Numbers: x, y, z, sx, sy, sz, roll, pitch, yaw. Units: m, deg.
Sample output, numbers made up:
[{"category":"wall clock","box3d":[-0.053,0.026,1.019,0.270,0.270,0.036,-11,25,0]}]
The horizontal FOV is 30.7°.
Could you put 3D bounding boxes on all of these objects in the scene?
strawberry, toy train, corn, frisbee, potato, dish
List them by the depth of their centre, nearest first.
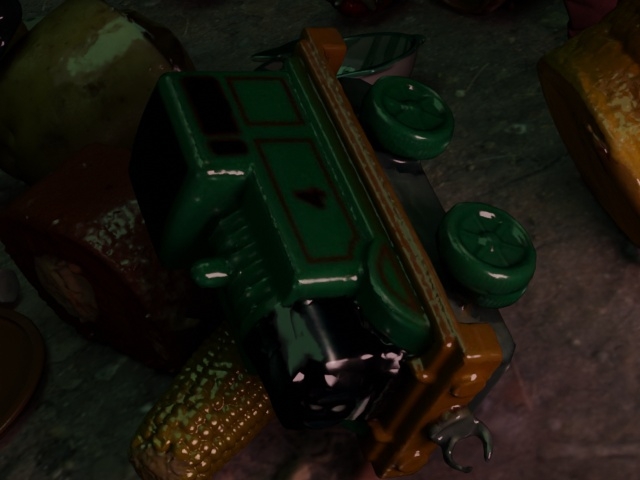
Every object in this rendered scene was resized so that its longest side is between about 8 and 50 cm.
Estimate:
[{"category":"toy train","box3d":[0.000,0.000,0.925,0.249,0.178,0.429,-2,50,-28]},{"category":"corn","box3d":[-0.062,0.112,1.005,0.097,0.097,0.262,15,50,38]},{"category":"frisbee","box3d":[-0.388,0.155,1.156,0.250,0.021,0.251,-12,37,9]},{"category":"dish","box3d":[0.013,-0.177,1.343,0.224,0.078,0.246,-23,24,-22]},{"category":"potato","box3d":[-0.282,-0.157,1.364,0.242,0.243,0.285,-36,43,-22]},{"category":"strawberry","box3d":[0.057,-0.369,1.547,0.131,0.131,0.148,-12,39,10]}]

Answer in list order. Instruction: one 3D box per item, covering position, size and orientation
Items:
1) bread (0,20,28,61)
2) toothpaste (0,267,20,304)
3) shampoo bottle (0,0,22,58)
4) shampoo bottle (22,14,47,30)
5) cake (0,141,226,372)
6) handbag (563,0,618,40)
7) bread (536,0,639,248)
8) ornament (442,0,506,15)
[{"category":"bread","box3d":[-0.513,-0.275,1.596,0.239,0.240,0.139,9,58,33]},{"category":"toothpaste","box3d":[-0.417,0.053,1.288,0.194,0.043,0.067,-4,40,28]},{"category":"shampoo bottle","box3d":[-0.459,-0.132,1.345,0.359,0.078,0.134,-52,34,19]},{"category":"shampoo bottle","box3d":[-0.434,-0.315,1.760,0.212,0.049,0.072,2,37,26]},{"category":"cake","box3d":[-0.186,0.006,1.125,0.151,0.177,0.283,-40,40,-27]},{"category":"handbag","box3d":[0.364,-0.321,1.340,0.146,0.135,0.225,10,46,40]},{"category":"bread","box3d":[0.297,-0.104,1.040,0.142,0.195,0.270,-28,33,5]},{"category":"ornament","box3d":[0.227,-0.417,1.460,0.217,0.221,0.235,-41,20,-16]}]
